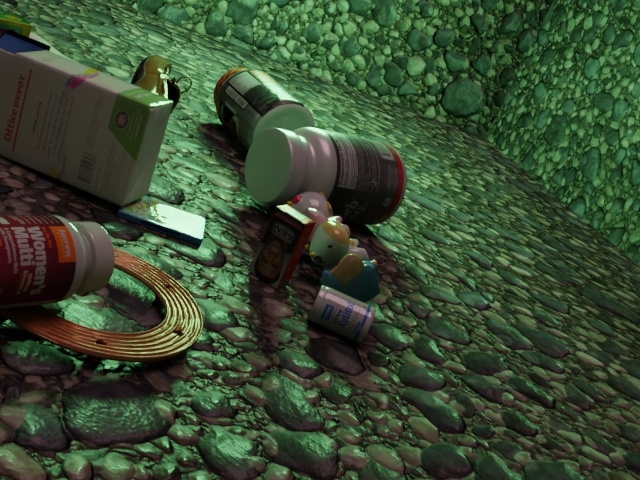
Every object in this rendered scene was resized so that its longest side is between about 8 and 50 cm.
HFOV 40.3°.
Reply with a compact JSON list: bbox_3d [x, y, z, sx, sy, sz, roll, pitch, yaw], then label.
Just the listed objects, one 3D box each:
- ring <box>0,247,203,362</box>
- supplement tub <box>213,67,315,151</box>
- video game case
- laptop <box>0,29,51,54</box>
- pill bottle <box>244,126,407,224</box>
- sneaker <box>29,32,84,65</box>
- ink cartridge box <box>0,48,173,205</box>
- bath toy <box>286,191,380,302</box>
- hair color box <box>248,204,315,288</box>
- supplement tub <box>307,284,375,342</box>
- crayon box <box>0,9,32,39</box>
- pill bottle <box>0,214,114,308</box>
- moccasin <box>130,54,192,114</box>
[{"bbox_3d":[-0.337,0.085,1.287,0.336,0.032,0.337,22,19,-8],"label":"ring"},{"bbox_3d":[-0.165,-0.347,2.382,0.193,0.194,0.316,10,24,-36],"label":"supplement tub"},{"bbox_3d":[-0.306,-0.046,1.691,0.166,0.015,0.119,20,19,-13],"label":"video game case"},{"bbox_3d":[-0.727,-0.367,1.773,0.264,0.137,0.234,1,18,-42],"label":"laptop"},{"bbox_3d":[0.014,-0.154,2.060,0.362,0.210,0.210,6,26,-42],"label":"pill bottle"},{"bbox_3d":[-0.684,-0.431,2.117,0.290,0.106,0.123,21,17,-12],"label":"sneaker"},{"bbox_3d":[-0.483,-0.230,1.660,0.353,0.207,0.119,23,19,7],"label":"ink cartridge box"},{"bbox_3d":[0.000,0.000,1.782,0.129,0.151,0.348,-19,32,-11],"label":"bath toy"},{"bbox_3d":[-0.072,0.012,1.622,0.072,0.141,0.043,31,21,20],"label":"hair color box"},{"bbox_3d":[0.038,0.131,1.549,0.107,0.071,0.071,23,19,0],"label":"supplement tub"},{"bbox_3d":[-0.793,-0.435,1.910,0.278,0.165,0.081,2,28,-48],"label":"crayon box"},{"bbox_3d":[-0.389,0.026,1.147,0.121,0.121,0.221,36,23,30],"label":"pill bottle"},{"bbox_3d":[-0.419,-0.377,2.241,0.146,0.139,0.380,21,20,-13],"label":"moccasin"}]
